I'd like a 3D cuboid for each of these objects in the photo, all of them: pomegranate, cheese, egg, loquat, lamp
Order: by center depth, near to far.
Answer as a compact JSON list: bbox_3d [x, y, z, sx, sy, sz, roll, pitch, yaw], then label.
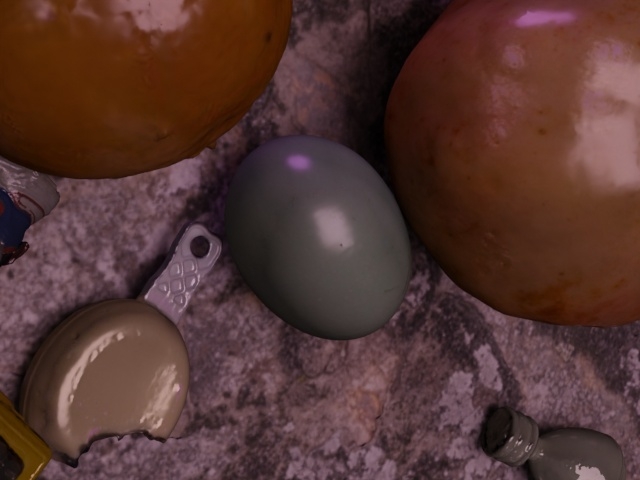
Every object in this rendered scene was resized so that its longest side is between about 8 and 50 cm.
[{"bbox_3d":[-0.182,-0.211,1.237,0.328,0.328,0.328,-7,102,-34],"label":"loquat"},{"bbox_3d":[-0.188,0.091,1.430,0.163,0.071,0.249,16,90,-37],"label":"cheese"},{"bbox_3d":[0.000,0.000,1.485,0.168,0.168,0.231,-45,124,-20],"label":"egg"},{"bbox_3d":[0.276,-0.104,1.520,0.411,0.411,0.411,-7,102,-34],"label":"pomegranate"},{"bbox_3d":[0.275,0.254,1.768,0.193,0.106,0.106,29,81,-25],"label":"lamp"}]

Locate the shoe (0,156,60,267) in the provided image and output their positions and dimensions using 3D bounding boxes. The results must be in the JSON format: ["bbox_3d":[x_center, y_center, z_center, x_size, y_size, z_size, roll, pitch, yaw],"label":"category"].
[{"bbox_3d":[-0.334,-0.040,1.289,0.227,0.099,0.125,29,78,-39],"label":"shoe"}]

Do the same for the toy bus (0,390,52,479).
[{"bbox_3d":[-0.380,0.107,1.251,0.145,0.151,0.331,-50,122,-15],"label":"toy bus"}]
